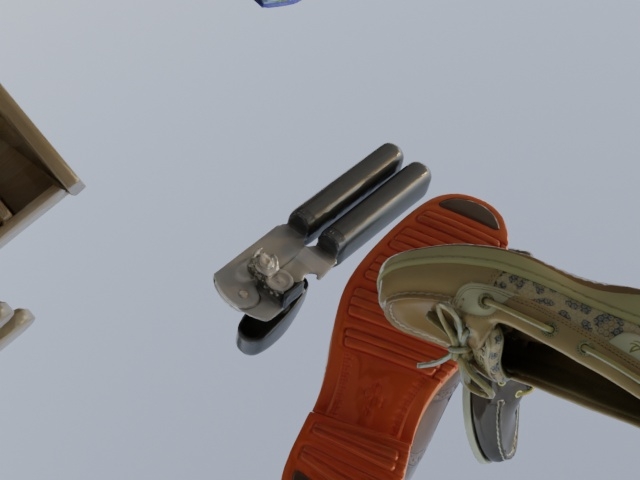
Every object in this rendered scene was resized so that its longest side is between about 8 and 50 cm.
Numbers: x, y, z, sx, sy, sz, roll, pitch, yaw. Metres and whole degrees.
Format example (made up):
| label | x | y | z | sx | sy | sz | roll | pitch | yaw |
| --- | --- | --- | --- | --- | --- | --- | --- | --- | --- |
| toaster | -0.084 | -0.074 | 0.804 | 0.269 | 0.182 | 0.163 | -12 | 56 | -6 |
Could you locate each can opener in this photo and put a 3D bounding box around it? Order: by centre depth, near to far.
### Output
| label | x | y | z | sx | sy | sz | roll | pitch | yaw |
| --- | --- | --- | --- | --- | --- | --- | --- | --- | --- |
| can opener | 0.000 | 0.000 | 1.634 | 0.074 | 0.093 | 0.280 | 36 | -125 | 19 |

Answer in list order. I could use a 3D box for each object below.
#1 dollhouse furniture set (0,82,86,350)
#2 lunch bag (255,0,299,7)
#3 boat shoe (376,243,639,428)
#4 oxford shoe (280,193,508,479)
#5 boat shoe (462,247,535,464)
| label | x | y | z | sx | sy | sz | roll | pitch | yaw |
| --- | --- | --- | --- | --- | --- | --- | --- | --- | --- |
| dollhouse furniture set | -0.391 | -0.055 | 1.563 | 0.256 | 0.362 | 0.394 | -40 | 177 | -4 |
| lunch bag | -0.028 | -0.368 | 2.063 | 0.151 | 0.129 | 0.096 | -15 | -131 | -45 |
| boat shoe | 0.162 | 0.075 | 1.218 | 0.285 | 0.104 | 0.089 | 11 | -118 | 28 |
| oxford shoe | 0.062 | 0.122 | 1.493 | 0.130 | 0.133 | 0.364 | 26 | -110 | 11 |
| boat shoe | 0.183 | 0.118 | 1.664 | 0.068 | 0.228 | 0.081 | 2 | -165 | 24 |
